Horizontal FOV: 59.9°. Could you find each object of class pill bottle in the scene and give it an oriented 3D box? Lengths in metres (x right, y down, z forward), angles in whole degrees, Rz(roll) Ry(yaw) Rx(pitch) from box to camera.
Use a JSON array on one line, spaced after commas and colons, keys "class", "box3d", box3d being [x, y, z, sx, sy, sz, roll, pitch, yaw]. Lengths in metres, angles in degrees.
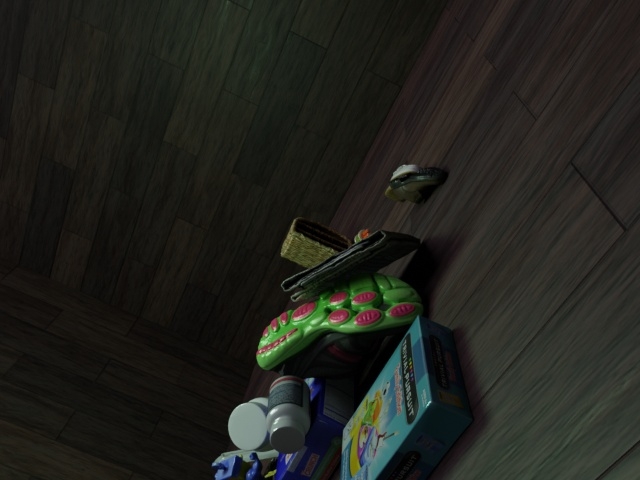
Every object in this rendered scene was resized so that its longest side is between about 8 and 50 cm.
[{"class": "pill bottle", "box3d": [-0.160, 0.576, 1.753, 0.161, 0.161, 0.283, -65, -26, -1]}, {"class": "pill bottle", "box3d": [-0.077, 0.422, 1.345, 0.180, 0.108, 0.108, -92, 27, -69]}]

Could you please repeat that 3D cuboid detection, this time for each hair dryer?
[{"class": "hair dryer", "box3d": [-0.187, 0.866, 1.900, 0.293, 0.080, 0.223, -56, -4, -16]}]

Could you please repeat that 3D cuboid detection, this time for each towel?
[{"class": "towel", "box3d": [0.092, 0.071, 1.444, 0.312, 0.056, 0.324, -29, -16, 22]}]

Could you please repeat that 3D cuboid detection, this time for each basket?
[{"class": "basket", "box3d": [0.000, 0.000, 2.549, 0.223, 0.299, 0.213, 119, 174, -54]}]

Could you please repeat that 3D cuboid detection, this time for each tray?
[{"class": "tray", "box3d": [-0.220, 0.716, 1.867, 0.145, 0.270, 0.030, 131, 132, -71]}]

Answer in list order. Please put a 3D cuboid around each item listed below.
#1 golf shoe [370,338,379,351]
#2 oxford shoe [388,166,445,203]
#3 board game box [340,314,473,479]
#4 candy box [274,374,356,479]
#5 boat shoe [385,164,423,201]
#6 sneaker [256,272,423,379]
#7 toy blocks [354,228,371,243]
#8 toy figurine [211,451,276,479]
[{"class": "golf shoe", "box3d": [0.023, 0.270, 1.576, 0.140, 0.306, 0.115, -41, -56, -72]}, {"class": "oxford shoe", "box3d": [0.304, -0.163, 1.677, 0.082, 0.096, 0.227, -29, 8, -25]}, {"class": "board game box", "box3d": [0.141, 0.344, 1.031, 0.254, 0.079, 0.336, -79, 15, -66]}, {"class": "candy box", "box3d": [-0.009, 0.497, 1.514, 0.268, 0.122, 0.317, -61, 6, 19]}, {"class": "boat shoe", "box3d": [0.288, -0.215, 1.873, 0.277, 0.098, 0.096, 134, 159, -76]}, {"class": "sneaker", "box3d": [0.059, 0.230, 1.396, 0.482, 0.202, 0.185, -26, 36, 33]}, {"class": "toy blocks", "box3d": [0.171, 0.006, 2.208, 0.148, 0.054, 0.123, 129, 164, -67]}, {"class": "toy figurine", "box3d": [-0.229, 0.733, 1.670, 0.362, 0.217, 0.191, -38, 22, 45]}]
